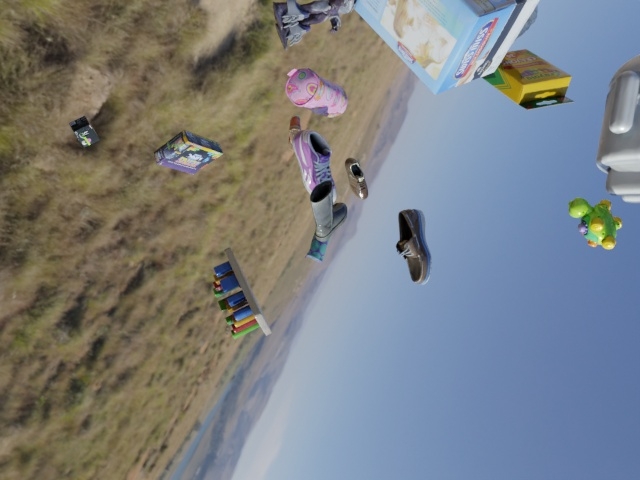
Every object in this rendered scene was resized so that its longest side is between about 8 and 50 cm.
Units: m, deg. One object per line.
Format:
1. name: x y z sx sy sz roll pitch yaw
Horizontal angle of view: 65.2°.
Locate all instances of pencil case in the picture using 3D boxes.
1. pencil case: 0.000 0.000 1.778 0.070 0.064 0.152 103 7 -82
2. pencil case: -0.009 -0.475 1.620 0.124 0.124 0.284 -65 161 15

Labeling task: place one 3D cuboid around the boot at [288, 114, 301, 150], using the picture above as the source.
1. boot: -0.095 -0.413 1.927 0.158 0.059 0.085 99 -10 -64

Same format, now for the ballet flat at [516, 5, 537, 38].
1. ballet flat: 0.612 -0.766 1.861 0.409 0.147 0.147 -27 -162 27

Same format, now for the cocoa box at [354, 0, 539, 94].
1. cocoa box: 0.289 -0.574 1.211 0.228 0.347 0.231 -27 160 -27

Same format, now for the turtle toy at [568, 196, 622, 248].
1. turtle toy: 0.588 -0.041 1.077 0.066 0.130 0.095 -24 -161 52

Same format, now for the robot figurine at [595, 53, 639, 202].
1. robot figurine: 0.732 -0.263 1.100 0.199 0.300 0.354 8 -96 55

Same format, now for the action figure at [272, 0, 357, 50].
1. action figure: 0.013 -0.637 1.389 0.285 0.099 0.185 -22 171 -3

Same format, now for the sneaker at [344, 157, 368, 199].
1. sneaker: 0.149 -0.241 2.012 0.066 0.188 0.071 -29 -157 -7

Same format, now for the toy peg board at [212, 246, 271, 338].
1. toy peg board: -0.180 0.125 1.056 0.079 0.161 0.161 -26 158 -8

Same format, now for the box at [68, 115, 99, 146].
1. box: -0.827 -0.381 1.754 0.062 0.052 0.083 -31 155 -13

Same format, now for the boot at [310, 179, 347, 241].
1. boot: 0.027 -0.119 1.633 0.190 0.076 0.208 -60 152 -35

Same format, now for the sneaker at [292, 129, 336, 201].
1. sneaker: -0.002 -0.244 1.717 0.102 0.282 0.161 -33 -160 -18

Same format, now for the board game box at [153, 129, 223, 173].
1. board game box: -0.421 -0.280 1.605 0.141 0.048 0.170 -30 163 23

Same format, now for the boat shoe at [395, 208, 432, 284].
1. boat shoe: 0.213 0.015 1.188 0.066 0.066 0.183 -29 -117 57

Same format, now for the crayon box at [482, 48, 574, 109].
1. crayon box: 0.743 -0.585 1.804 0.318 0.202 0.081 -118 -160 -44
